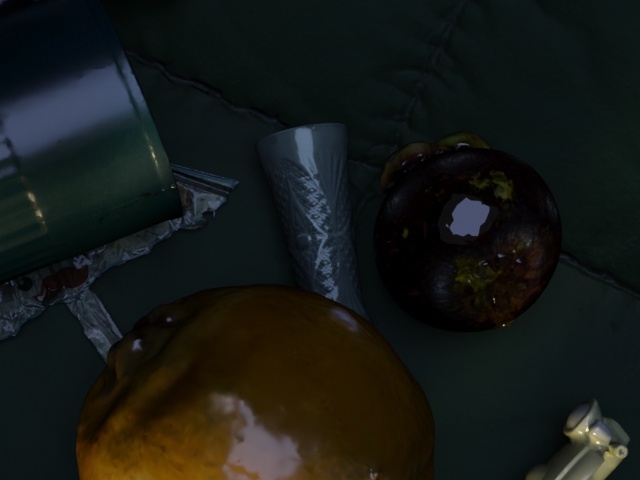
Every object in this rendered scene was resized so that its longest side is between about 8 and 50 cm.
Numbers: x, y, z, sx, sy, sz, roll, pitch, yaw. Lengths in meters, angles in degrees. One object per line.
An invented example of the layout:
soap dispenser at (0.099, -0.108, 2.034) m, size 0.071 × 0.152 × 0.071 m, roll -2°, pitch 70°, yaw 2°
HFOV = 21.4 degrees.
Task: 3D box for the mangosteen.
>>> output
mangosteen at (0.136, -0.019, 1.676) m, size 0.192 × 0.192 × 0.217 m, roll -14°, pitch 42°, yaw -8°

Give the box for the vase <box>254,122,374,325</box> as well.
vase at (0.000, 0.000, 1.691) m, size 0.096 × 0.096 × 0.219 m, roll -10°, pitch 82°, yaw -7°

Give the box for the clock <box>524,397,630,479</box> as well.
clock at (0.302, 0.314, 1.645) m, size 0.379 × 0.120 × 0.276 m, roll 21°, pitch 86°, yaw -6°

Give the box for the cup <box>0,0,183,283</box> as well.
cup at (-0.320, -0.106, 1.592) m, size 0.292 × 0.242 × 0.308 m, roll -24°, pitch 83°, yaw -9°

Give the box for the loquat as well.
loquat at (-0.058, 0.193, 1.526) m, size 0.328 × 0.328 × 0.328 m, roll 1°, pitch 78°, yaw -5°

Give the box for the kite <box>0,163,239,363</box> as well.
kite at (-0.267, 0.022, 1.696) m, size 0.406 × 0.014 × 0.368 m, roll -32°, pitch 82°, yaw -12°
